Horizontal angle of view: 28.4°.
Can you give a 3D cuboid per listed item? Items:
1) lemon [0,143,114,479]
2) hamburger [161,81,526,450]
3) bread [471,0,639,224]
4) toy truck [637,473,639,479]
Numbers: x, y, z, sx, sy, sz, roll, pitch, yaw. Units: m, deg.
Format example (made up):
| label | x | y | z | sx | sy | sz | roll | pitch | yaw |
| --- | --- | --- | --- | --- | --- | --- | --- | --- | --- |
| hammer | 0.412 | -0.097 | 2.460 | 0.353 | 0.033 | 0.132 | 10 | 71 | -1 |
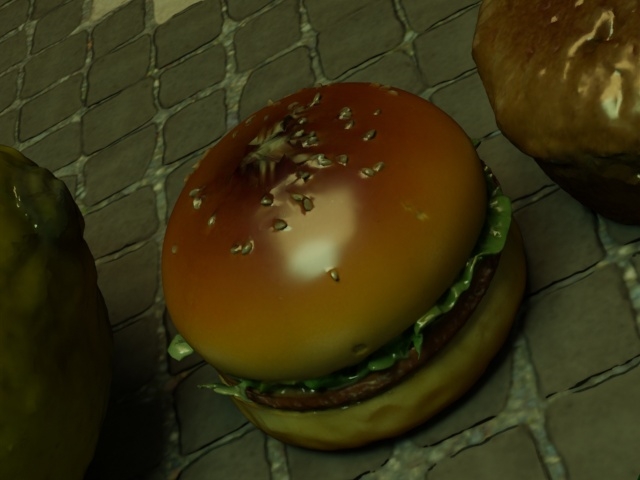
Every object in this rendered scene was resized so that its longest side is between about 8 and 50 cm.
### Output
| label | x | y | z | sx | sy | sz | roll | pitch | yaw |
| --- | --- | --- | --- | --- | --- | --- | --- | --- | --- |
| lemon | -0.304 | 0.078 | 0.816 | 0.387 | 0.350 | 0.349 | -28 | 38 | 19 |
| hamburger | 0.000 | 0.001 | 0.799 | 0.246 | 0.170 | 0.246 | -19 | 42 | 18 |
| bread | 0.191 | -0.084 | 0.774 | 0.260 | 0.129 | 0.134 | 13 | 61 | 47 |
| toy truck | 0.176 | 0.164 | 0.575 | 0.079 | 0.065 | 0.147 | -10 | 46 | 36 |
